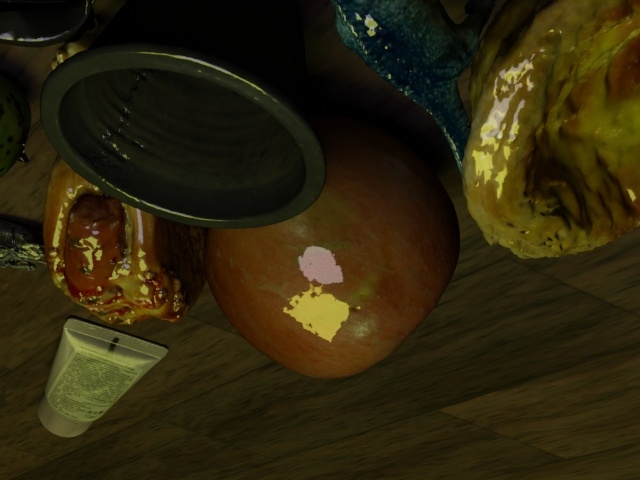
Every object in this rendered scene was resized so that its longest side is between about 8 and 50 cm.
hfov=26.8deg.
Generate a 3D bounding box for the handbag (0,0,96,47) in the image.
[{"bbox_3d":[-0.287,-0.206,0.990,0.257,0.113,0.285,9,-179,-13],"label":"handbag"}]

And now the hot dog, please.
[{"bbox_3d":[-0.207,0.011,1.450,0.150,0.153,0.256,5,155,15],"label":"hot dog"}]

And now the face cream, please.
[{"bbox_3d":[-0.347,0.202,2.019,0.154,0.096,0.274,23,140,-16],"label":"face cream"}]

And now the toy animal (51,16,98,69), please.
[{"bbox_3d":[-0.205,-0.161,1.202,0.081,0.060,0.083,-2,163,-35],"label":"toy animal"}]

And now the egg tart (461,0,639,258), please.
[{"bbox_3d":[0.197,-0.117,0.962,0.116,0.295,0.295,49,179,36],"label":"egg tart"}]

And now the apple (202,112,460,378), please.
[{"bbox_3d":[0.000,0.000,1.258,0.254,0.253,0.253,10,155,5],"label":"apple"}]

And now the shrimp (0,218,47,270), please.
[{"bbox_3d":[-0.367,0.008,1.635,0.165,0.056,0.065,17,141,11],"label":"shrimp"}]

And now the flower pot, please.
[{"bbox_3d":[-0.098,-0.132,1.096,0.235,0.148,0.235,9,149,5],"label":"flower pot"}]

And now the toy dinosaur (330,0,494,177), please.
[{"bbox_3d":[0.058,-0.162,0.990,0.076,0.147,0.363,-11,140,36],"label":"toy dinosaur"}]

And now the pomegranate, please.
[{"bbox_3d":[-0.351,-0.121,1.294,0.161,0.122,0.122,43,148,-10],"label":"pomegranate"}]
